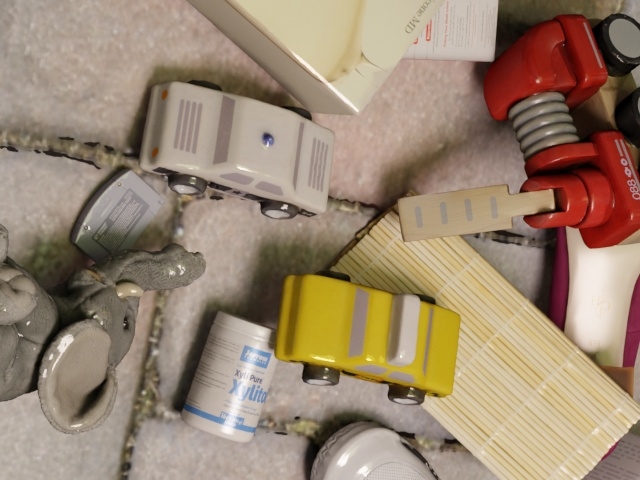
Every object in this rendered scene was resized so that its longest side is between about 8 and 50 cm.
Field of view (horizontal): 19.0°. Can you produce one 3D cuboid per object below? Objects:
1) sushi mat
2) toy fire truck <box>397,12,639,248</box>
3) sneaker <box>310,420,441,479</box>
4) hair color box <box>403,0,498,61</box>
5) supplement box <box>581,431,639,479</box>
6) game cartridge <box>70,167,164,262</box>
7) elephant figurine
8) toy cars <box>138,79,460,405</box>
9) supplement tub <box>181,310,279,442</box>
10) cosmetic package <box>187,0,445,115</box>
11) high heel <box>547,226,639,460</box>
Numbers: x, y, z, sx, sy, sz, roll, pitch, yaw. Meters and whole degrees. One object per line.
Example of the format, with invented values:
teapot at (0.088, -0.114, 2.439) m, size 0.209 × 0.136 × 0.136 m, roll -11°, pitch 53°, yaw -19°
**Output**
sushi mat at (0.147, 0.105, 1.818) m, size 0.316 × 0.019 × 0.151 m, roll 43°, pitch 77°, yaw 1°
toy fire truck at (0.198, -0.089, 1.811) m, size 0.246 × 0.158 × 0.217 m, roll -7°, pitch 70°, yaw -33°
sneaker at (0.136, 0.336, 1.833) m, size 0.137 × 0.210 × 0.366 m, roll -37°, pitch 116°, yaw -21°
hair color box at (0.099, -0.206, 1.808) m, size 0.141 × 0.043 × 0.072 m, roll -1°, pitch 99°, yaw -32°
supplement box at (0.282, 0.310, 1.978) m, size 0.220 × 0.114 × 0.111 m, roll -42°, pitch 117°, yaw -20°
game cartridge at (-0.181, -0.020, 1.689) m, size 0.056 × 0.017 × 0.083 m, roll 45°, pitch 75°, yaw -33°
elephant figurine at (-0.225, 0.080, 1.601) m, size 0.186 × 0.169 × 0.239 m, roll -37°, pitch 137°, yaw 27°
toy cars at (0.000, 0.000, 1.708) m, size 0.176 × 0.087 × 0.393 m, roll -41°, pitch 102°, yaw -30°
supplement tub at (-0.079, 0.125, 1.745) m, size 0.071 × 0.071 × 0.107 m, roll 19°, pitch 90°, yaw -33°
cosmetic package at (-0.051, -0.264, 1.641) m, size 0.309 × 0.113 × 0.160 m, roll 40°, pitch 80°, yaw -21°
high heel at (0.279, 0.043, 1.964) m, size 0.127 × 0.181 × 0.377 m, roll 15°, pitch 73°, yaw -3°
